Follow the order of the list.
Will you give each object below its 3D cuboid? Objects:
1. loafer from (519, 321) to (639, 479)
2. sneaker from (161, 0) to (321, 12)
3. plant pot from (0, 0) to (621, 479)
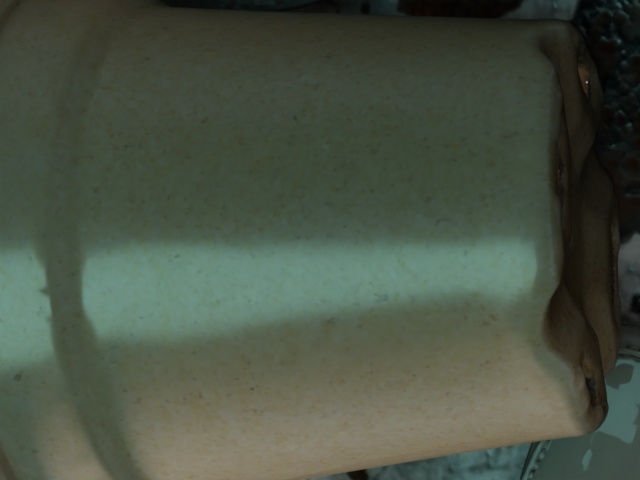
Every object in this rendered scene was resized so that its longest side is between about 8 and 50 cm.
[{"bbox_3d":[0.156,0.207,1.047,0.112,0.111,0.319,14,105,17],"label":"loafer"},{"bbox_3d":[-0.002,-0.216,0.979,0.321,0.126,0.127,-7,64,38],"label":"sneaker"},{"bbox_3d":[0.000,0.000,0.968,0.305,0.334,0.334,-4,107,18],"label":"plant pot"}]
